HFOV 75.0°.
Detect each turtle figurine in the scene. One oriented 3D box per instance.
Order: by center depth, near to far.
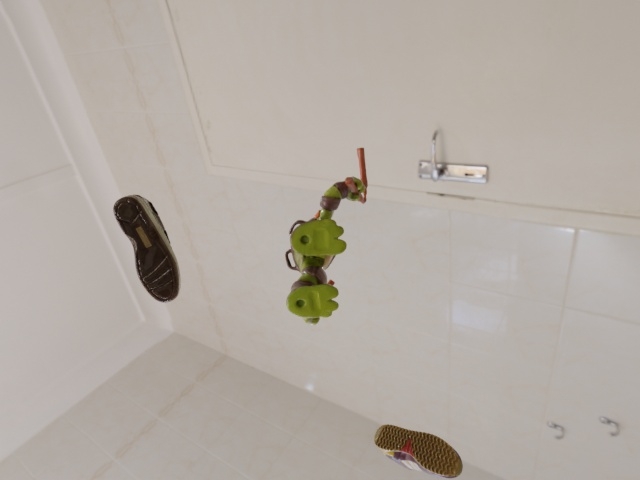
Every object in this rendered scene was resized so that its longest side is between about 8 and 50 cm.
[{"bbox_3d":[0.000,0.000,0.544,0.217,0.087,0.270,-67,-3,-80],"label":"turtle figurine"}]

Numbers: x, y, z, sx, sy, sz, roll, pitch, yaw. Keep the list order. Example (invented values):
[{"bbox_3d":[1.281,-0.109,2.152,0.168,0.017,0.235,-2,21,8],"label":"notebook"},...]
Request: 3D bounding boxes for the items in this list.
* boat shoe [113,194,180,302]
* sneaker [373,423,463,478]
[{"bbox_3d":[-0.383,0.014,0.970,0.095,0.095,0.258,-98,-7,-77],"label":"boat shoe"},{"bbox_3d":[0.200,0.424,0.828,0.070,0.185,0.084,-56,-52,-28],"label":"sneaker"}]
